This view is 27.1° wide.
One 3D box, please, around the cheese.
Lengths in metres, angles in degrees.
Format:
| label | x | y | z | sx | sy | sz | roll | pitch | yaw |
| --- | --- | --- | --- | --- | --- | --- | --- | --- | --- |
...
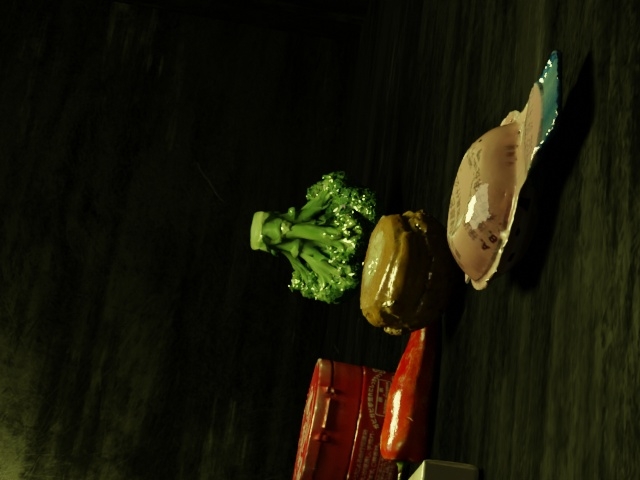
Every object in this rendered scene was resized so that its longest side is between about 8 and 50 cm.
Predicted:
| label | x | y | z | sx | sy | sz | roll | pitch | yaw |
| --- | --- | --- | --- | --- | --- | --- | --- | --- | --- |
| cheese | 0.181 | -0.061 | 1.286 | 0.286 | 0.074 | 0.189 | 110 | 169 | -51 |

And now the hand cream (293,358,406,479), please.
| label | x | y | z | sx | sy | sz | roll | pitch | yaw |
| --- | --- | --- | --- | --- | --- | --- | --- | --- | --- |
| hand cream | 0.046 | 0.290 | 1.929 | 0.230 | 0.149 | 0.230 | -171 | 90 | -89 |

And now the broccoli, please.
| label | x | y | z | sx | sy | sz | roll | pitch | yaw |
| --- | --- | --- | --- | --- | --- | --- | --- | --- | --- |
| broccoli | 0.000 | 0.000 | 2.435 | 0.270 | 0.270 | 0.270 | -22 | 65 | 61 |

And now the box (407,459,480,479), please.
| label | x | y | z | sx | sy | sz | roll | pitch | yaw |
| --- | --- | --- | --- | --- | --- | --- | --- | --- | --- |
| box | 0.101 | 0.416 | 1.373 | 0.200 | 0.065 | 0.343 | 107 | 172 | -66 |

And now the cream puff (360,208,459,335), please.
| label | x | y | z | sx | sy | sz | roll | pitch | yaw |
| --- | --- | --- | --- | --- | --- | --- | --- | --- | --- |
| cream puff | 0.117 | 0.043 | 1.690 | 0.150 | 0.115 | 0.165 | -129 | 57 | -76 |

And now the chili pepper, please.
| label | x | y | z | sx | sy | sz | roll | pitch | yaw |
| --- | --- | --- | --- | --- | --- | --- | --- | --- | --- |
| chili pepper | 0.118 | 0.208 | 1.724 | 0.071 | 0.063 | 0.272 | 142 | 141 | -66 |
